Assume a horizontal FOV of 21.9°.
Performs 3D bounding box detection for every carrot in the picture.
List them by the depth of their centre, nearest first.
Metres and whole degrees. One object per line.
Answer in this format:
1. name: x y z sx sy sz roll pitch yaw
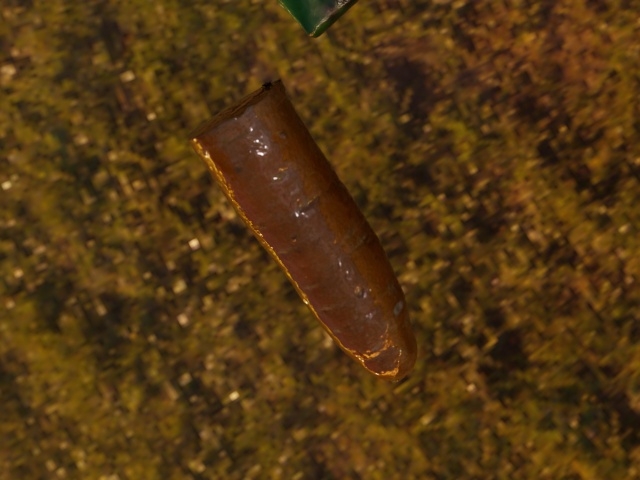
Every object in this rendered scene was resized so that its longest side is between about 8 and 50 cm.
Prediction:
1. carrot: 0.000 0.000 0.690 0.048 0.048 0.139 -18 113 42

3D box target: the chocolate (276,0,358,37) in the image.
1. chocolate: 0.003 -0.439 1.563 0.341 0.360 0.161 47 179 -25
